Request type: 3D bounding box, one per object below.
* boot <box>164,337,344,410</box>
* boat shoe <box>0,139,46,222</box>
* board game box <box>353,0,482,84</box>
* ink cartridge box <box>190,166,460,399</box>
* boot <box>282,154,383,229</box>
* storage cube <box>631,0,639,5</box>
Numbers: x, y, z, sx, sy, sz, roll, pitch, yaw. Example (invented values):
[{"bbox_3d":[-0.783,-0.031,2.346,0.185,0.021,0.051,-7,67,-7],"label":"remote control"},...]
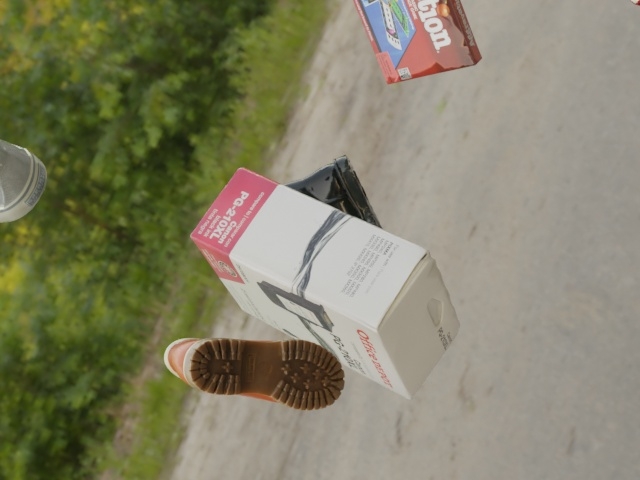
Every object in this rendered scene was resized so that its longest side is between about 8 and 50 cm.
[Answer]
[{"bbox_3d":[-0.057,0.110,1.033,0.084,0.157,0.059,-3,76,60],"label":"boot"},{"bbox_3d":[-0.320,-0.060,0.917,0.227,0.081,0.079,1,65,25],"label":"boat shoe"},{"bbox_3d":[0.100,-0.348,1.569,0.145,0.281,0.027,-8,27,37],"label":"board game box"},{"bbox_3d":[0.008,0.044,1.224,0.100,0.237,0.172,-55,-30,-17],"label":"ink cartridge box"},{"bbox_3d":[0.000,0.000,2.032,0.207,0.247,0.094,-25,2,9],"label":"boot"},{"bbox_3d":[0.385,-0.384,1.287,0.215,0.193,0.184,54,134,24],"label":"storage cube"}]
